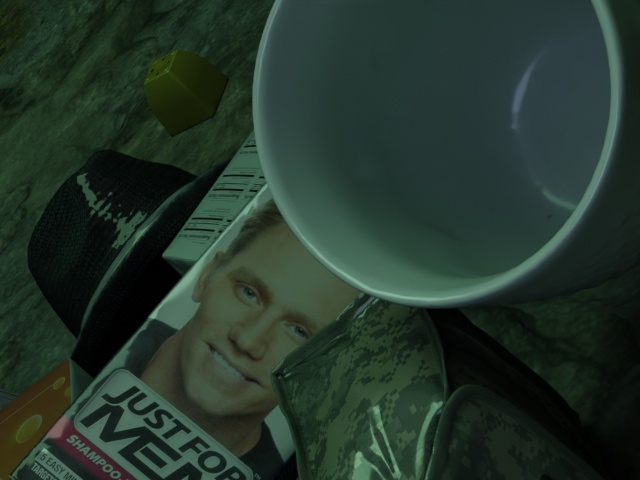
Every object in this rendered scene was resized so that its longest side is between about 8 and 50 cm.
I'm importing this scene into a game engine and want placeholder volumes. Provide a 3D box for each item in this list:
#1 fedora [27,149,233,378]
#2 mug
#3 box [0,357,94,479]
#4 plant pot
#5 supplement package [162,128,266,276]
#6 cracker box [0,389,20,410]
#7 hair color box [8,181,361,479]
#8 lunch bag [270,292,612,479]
[{"bbox_3d":[-0.210,0.009,1.826,0.334,0.152,0.334,-50,-11,-13],"label":"fedora"},{"bbox_3d":[0.132,-0.135,1.274,0.276,0.328,0.374,-35,73,27],"label":"mug"},{"bbox_3d":[-0.252,0.311,1.621,0.215,0.168,0.345,-38,29,12],"label":"box"},{"bbox_3d":[-0.188,-0.205,2.315,0.081,0.083,0.081,-23,35,35],"label":"plant pot"},{"bbox_3d":[0.000,0.000,1.681,0.149,0.194,0.203,6,56,56],"label":"supplement package"},{"bbox_3d":[-0.368,0.207,1.840,0.156,0.232,0.067,-18,60,40],"label":"cracker box"},{"bbox_3d":[-0.077,0.126,1.455,0.347,0.174,0.105,-50,-13,-15],"label":"hair color box"},{"bbox_3d":[0.108,0.186,1.246,0.169,0.235,0.287,-42,29,15],"label":"lunch bag"}]
